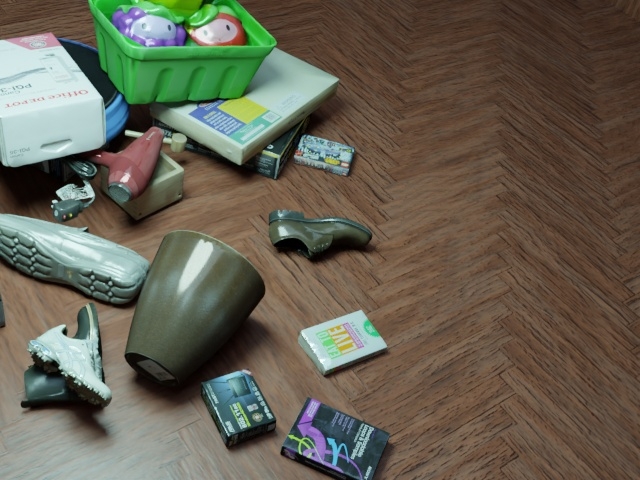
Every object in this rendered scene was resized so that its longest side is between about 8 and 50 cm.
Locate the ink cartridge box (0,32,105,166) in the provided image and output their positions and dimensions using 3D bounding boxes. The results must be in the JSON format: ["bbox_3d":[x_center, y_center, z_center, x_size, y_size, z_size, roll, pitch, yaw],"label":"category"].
[{"bbox_3d":[-0.575,-0.286,1.632,0.207,0.117,0.283,-18,47,-30],"label":"ink cartridge box"}]

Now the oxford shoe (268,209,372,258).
[{"bbox_3d":[0.000,0.000,1.759,0.227,0.083,0.096,4,63,-9],"label":"oxford shoe"}]

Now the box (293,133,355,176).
[{"bbox_3d":[0.010,-0.209,2.005,0.137,0.027,0.094,14,44,2],"label":"box"}]

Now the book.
[{"bbox_3d":[0.043,0.197,1.584,0.144,0.035,0.096,-17,54,-30],"label":"book"}]

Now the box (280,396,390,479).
[{"bbox_3d":[0.027,0.349,1.417,0.162,0.029,0.116,22,43,9],"label":"box"}]

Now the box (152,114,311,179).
[{"bbox_3d":[-0.208,-0.295,2.010,0.322,0.079,0.257,19,41,7],"label":"box"}]

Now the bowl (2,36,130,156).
[{"bbox_3d":[-0.621,-0.327,1.815,0.391,0.077,0.391,6,43,-6],"label":"bowl"}]

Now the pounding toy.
[{"bbox_3d":[-0.378,-0.160,1.811,0.181,0.094,0.206,38,48,24],"label":"pounding toy"}]

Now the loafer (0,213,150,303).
[{"bbox_3d":[-0.487,0.023,1.590,0.320,0.112,0.111,24,38,0],"label":"loafer"}]

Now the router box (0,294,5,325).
[{"bbox_3d":[-0.752,0.078,1.479,0.309,0.081,0.243,-13,48,-25],"label":"router box"}]

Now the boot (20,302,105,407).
[{"bbox_3d":[-0.452,0.197,1.436,0.137,0.076,0.198,-6,45,-12],"label":"boot"}]

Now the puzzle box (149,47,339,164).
[{"bbox_3d":[-0.176,-0.347,1.979,0.272,0.052,0.409,31,46,18],"label":"puzzle box"}]

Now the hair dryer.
[{"bbox_3d":[-0.438,-0.170,1.653,0.294,0.080,0.223,-20,70,-33],"label":"hair dryer"}]

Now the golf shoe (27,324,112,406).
[{"bbox_3d":[-0.399,0.201,1.364,0.176,0.069,0.086,34,56,16],"label":"golf shoe"}]

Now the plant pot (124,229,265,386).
[{"bbox_3d":[-0.244,0.138,1.470,0.215,0.215,0.230,21,58,9],"label":"plant pot"}]

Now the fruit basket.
[{"bbox_3d":[-0.300,-0.509,1.791,0.392,0.392,0.283,-18,50,-29],"label":"fruit basket"}]

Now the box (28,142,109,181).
[{"bbox_3d":[-0.645,-0.260,1.860,0.290,0.087,0.169,26,44,13],"label":"box"}]

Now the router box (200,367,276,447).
[{"bbox_3d":[-0.144,0.289,1.432,0.092,0.038,0.122,-15,49,-26],"label":"router box"}]
